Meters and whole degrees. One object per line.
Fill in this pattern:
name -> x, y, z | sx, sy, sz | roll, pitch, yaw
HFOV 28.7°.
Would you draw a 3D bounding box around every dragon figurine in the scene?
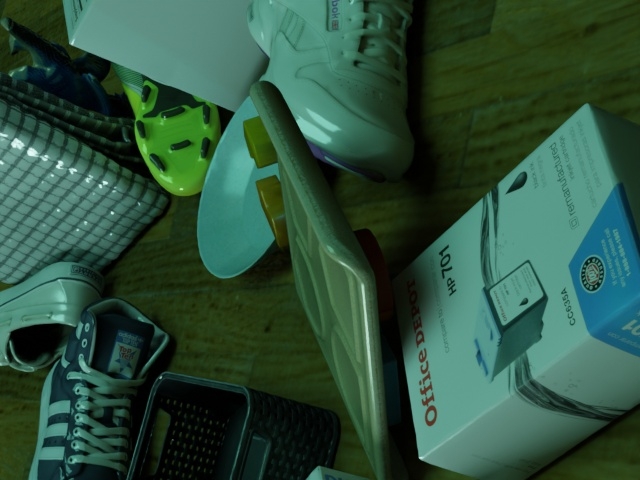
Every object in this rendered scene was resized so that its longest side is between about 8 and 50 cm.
dragon figurine -> -0.281, -0.187, 1.426 | 0.289, 0.144, 0.085 | 97, 170, -62

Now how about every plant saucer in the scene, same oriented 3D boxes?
plant saucer -> -0.049, -0.054, 1.144 | 0.195, 0.037, 0.195 | -37, 44, 46

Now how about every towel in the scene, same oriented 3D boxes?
towel -> -0.332, -0.063, 1.429 | 0.283, 0.235, 0.121 | -40, 36, 42

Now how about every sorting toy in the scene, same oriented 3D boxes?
sorting toy -> 0.000, 0.000, 0.896 | 0.307, 0.041, 0.229 | -115, 10, -49

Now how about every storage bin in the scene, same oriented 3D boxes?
storage bin -> -0.075, 0.179, 1.001 | 0.180, 0.084, 0.122 | -2, 72, 60

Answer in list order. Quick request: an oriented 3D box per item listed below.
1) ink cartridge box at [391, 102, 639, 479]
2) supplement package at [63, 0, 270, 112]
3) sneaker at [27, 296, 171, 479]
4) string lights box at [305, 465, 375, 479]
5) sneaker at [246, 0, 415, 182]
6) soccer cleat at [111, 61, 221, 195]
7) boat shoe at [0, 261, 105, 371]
ink cartridge box -> 0.135, 0.037, 0.737 | 0.190, 0.082, 0.140 | -44, 39, 36
supplement package -> -0.111, -0.307, 1.233 | 0.263, 0.199, 0.198 | -55, 32, 25
sneaker -> -0.210, 0.174, 1.216 | 0.153, 0.099, 0.282 | -56, 29, 27
string lights box -> 0.013, 0.291, 0.793 | 0.133, 0.076, 0.260 | -50, 35, 31
sneaker -> 0.019, -0.168, 1.020 | 0.152, 0.114, 0.305 | -52, 35, 25
soccer cleat -> -0.163, -0.149, 1.364 | 0.093, 0.121, 0.289 | -23, 54, -3
boat shoe -> -0.345, 0.112, 1.492 | 0.267, 0.096, 0.088 | -26, 46, 41
